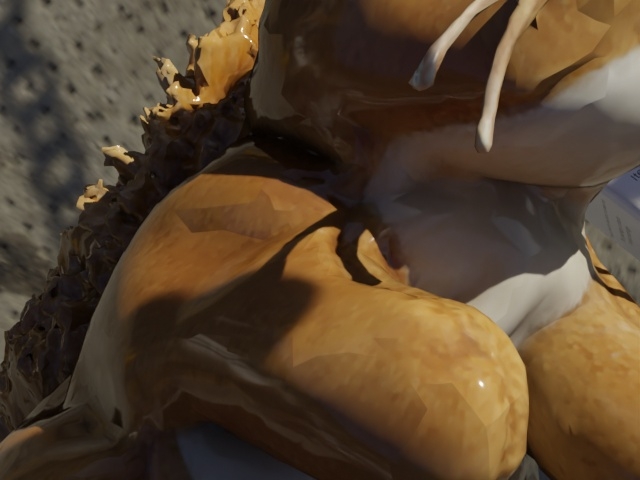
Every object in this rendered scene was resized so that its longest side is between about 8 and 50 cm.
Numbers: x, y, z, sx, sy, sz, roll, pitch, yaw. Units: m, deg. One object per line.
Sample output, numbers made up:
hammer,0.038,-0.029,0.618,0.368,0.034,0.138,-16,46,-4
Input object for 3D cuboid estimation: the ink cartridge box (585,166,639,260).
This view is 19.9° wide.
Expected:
ink cartridge box,0.193,-0.125,1.142,0.273,0.115,0.198,40,85,21

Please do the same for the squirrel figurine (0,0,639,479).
squirrel figurine,0.000,0.000,0.697,0.281,0.397,0.370,6,101,-24
